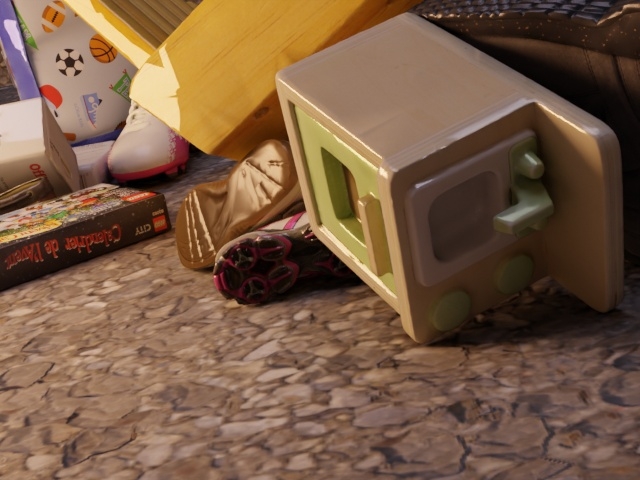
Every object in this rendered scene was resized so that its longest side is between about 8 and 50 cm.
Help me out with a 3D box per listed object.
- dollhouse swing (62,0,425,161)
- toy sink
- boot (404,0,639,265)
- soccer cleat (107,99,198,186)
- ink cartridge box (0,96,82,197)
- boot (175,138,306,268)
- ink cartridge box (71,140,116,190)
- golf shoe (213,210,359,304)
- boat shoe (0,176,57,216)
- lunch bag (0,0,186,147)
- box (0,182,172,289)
[{"bbox_3d":[-0.025,-0.235,1.159,0.315,0.305,0.347,-42,-22,24],"label":"dollhouse swing"},{"bbox_3d":[0.083,-0.034,0.815,0.131,0.152,0.234,-28,41,-17],"label":"toy sink"},{"bbox_3d":[0.207,-0.084,0.855,0.118,0.222,0.338,-33,29,-26],"label":"boot"},{"bbox_3d":[-0.236,-0.173,1.643,0.116,0.143,0.331,-9,16,8],"label":"soccer cleat"},{"bbox_3d":[-0.414,-0.086,1.434,0.208,0.086,0.153,-11,-26,0],"label":"ink cartridge box"},{"bbox_3d":[-0.026,-0.029,1.085,0.165,0.077,0.213,-2,-20,-38],"label":"boot"},{"bbox_3d":[-0.400,-0.083,1.622,0.223,0.045,0.224,-10,14,2],"label":"ink cartridge box"},{"bbox_3d":[0.000,0.000,0.988,0.186,0.067,0.086,-12,14,1],"label":"golf shoe"},{"bbox_3d":[-0.417,-0.025,1.373,0.224,0.073,0.080,-12,15,-4],"label":"boat shoe"},{"bbox_3d":[-0.402,-0.335,1.999,0.239,0.327,0.385,-8,17,29],"label":"lunch bag"},{"bbox_3d":[-0.302,-0.005,1.271,0.233,0.044,0.159,-21,18,-32],"label":"box"}]
